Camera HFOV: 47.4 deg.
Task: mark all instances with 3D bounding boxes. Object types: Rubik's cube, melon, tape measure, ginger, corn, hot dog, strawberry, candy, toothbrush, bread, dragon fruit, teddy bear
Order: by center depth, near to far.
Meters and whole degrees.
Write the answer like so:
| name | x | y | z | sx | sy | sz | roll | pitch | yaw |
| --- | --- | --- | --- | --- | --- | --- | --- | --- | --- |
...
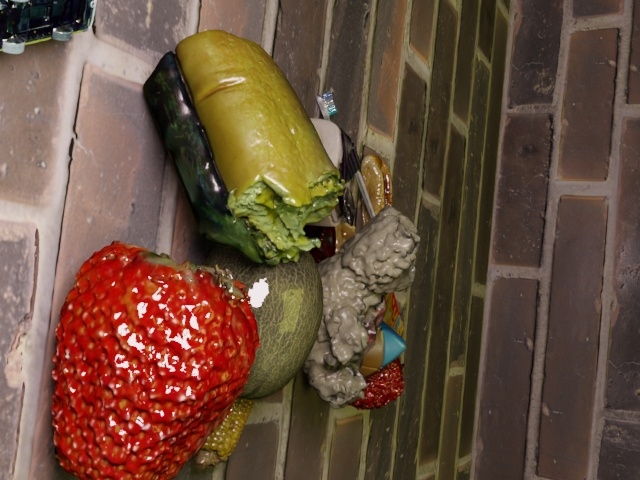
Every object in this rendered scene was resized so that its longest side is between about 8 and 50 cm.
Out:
| name | x | y | z | sx | sy | sz | roll | pitch | yaw |
| --- | --- | --- | --- | --- | --- | --- | --- | --- | --- |
| strawberry | -0.231 | 0.191 | 1.045 | 0.312 | 0.267 | 0.351 | 28 | 67 | -39 |
| bread | -0.119 | -0.164 | 1.172 | 0.251 | 0.208 | 0.376 | 3 | 55 | -56 |
| melon | -0.118 | 0.131 | 1.305 | 0.237 | 0.238 | 0.301 | 26 | 74 | -61 |
| corn | -0.174 | 0.309 | 1.376 | 0.261 | 0.097 | 0.097 | -66 | 147 | -37 |
| tape measure | -0.025 | -0.135 | 1.417 | 0.231 | 0.271 | 0.133 | -64 | 146 | -35 |
| teddy bear | 0.087 | 0.100 | 1.458 | 0.224 | 0.367 | 0.357 | 36 | 34 | -20 |
| dragon fruit | 0.001 | -0.002 | 1.654 | 0.120 | 0.127 | 0.161 | -61 | 142 | -29 |
| Rubik's cube | 0.046 | 0.204 | 1.775 | 0.254 | 0.255 | 0.254 | -13 | 105 | -62 |
| toothbrush | 0.073 | -0.189 | 1.828 | 0.042 | 0.040 | 0.417 | -112 | 179 | -54 |
| ginger | 0.079 | 0.044 | 1.831 | 0.216 | 0.102 | 0.157 | 32 | 37 | -54 |
| strawberry | 0.107 | 0.351 | 1.861 | 0.202 | 0.187 | 0.184 | -14 | 127 | -29 |
| hot dog | 0.154 | -0.114 | 1.990 | 0.084 | 0.073 | 0.242 | -10 | 101 | -57 |
| candy | 0.146 | 0.192 | 1.994 | 0.146 | 0.088 | 0.276 | -60 | 144 | -43 |

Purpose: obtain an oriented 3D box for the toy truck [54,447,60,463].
| name | x | y | z | sx | sy | sz | roll | pitch | yaw |
| --- | --- | --- | --- | --- | --- | --- | --- | --- | --- |
| toy truck | -0.351 | 0.303 | 1.080 | 0.054 | 0.049 | 0.083 | 67 | 36 | -43 |

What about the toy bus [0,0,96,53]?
| name | x | y | z | sx | sy | sz | roll | pitch | yaw |
| --- | --- | --- | --- | --- | --- | --- | --- | --- | --- |
| toy bus | -0.369 | -0.300 | 0.908 | 0.175 | 0.101 | 0.088 | -43 | 159 | -54 |
